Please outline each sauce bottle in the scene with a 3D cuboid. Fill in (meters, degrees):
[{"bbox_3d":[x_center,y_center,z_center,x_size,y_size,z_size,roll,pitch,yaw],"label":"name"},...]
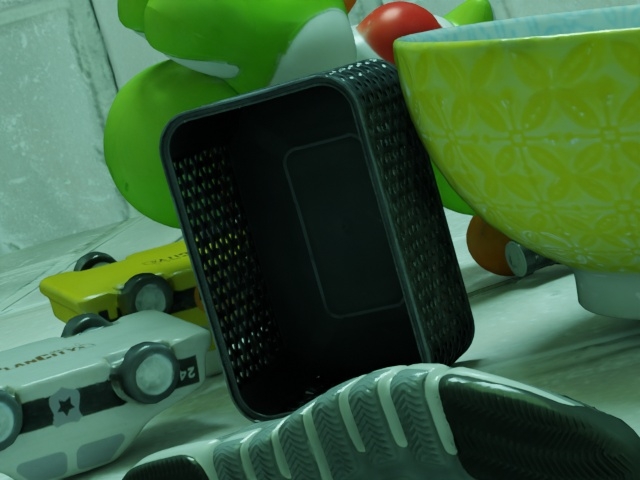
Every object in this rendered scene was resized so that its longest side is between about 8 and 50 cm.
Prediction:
[{"bbox_3d":[0.187,-0.006,1.112,0.128,0.042,0.042,-18,6,-21],"label":"sauce bottle"}]

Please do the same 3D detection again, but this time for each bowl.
[{"bbox_3d":[0.189,-0.045,0.852,0.290,0.156,0.289,-6,9,1],"label":"bowl"}]

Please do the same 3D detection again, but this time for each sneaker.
[{"bbox_3d":[0.041,0.076,0.582,0.229,0.086,0.132,-12,5,41],"label":"sneaker"}]

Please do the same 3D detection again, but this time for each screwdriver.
[{"bbox_3d":[0.074,0.049,1.063,0.170,0.025,0.024,-10,1,-39],"label":"screwdriver"}]

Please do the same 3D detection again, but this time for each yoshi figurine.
[{"bbox_3d":[-0.006,-0.067,1.072,0.204,0.203,0.362,-11,-22,43],"label":"yoshi figurine"}]

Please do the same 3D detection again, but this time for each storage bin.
[{"bbox_3d":[0.000,0.000,0.892,0.122,0.180,0.084,-13,6,25],"label":"storage bin"}]

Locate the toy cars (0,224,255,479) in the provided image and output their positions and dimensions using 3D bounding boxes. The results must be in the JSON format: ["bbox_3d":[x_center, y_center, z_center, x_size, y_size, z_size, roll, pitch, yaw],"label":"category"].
[{"bbox_3d":[-0.122,0.074,1.008,0.177,0.087,0.394,-3,15,20],"label":"toy cars"}]
